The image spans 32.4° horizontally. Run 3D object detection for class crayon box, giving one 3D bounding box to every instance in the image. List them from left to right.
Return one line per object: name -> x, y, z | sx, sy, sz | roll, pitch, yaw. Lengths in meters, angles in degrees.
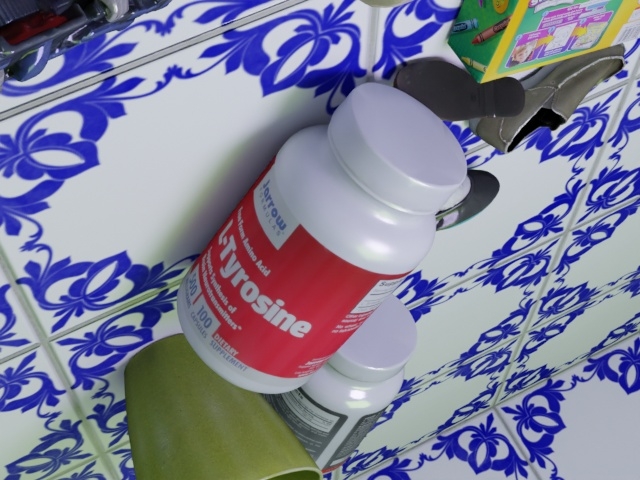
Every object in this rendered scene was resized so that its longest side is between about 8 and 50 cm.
crayon box -> 0.312, -0.308, 1.372 | 0.279, 0.081, 0.165 | -18, 152, -24

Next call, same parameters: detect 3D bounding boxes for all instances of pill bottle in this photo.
pill bottle -> 0.000, 0.000, 1.425 | 0.229, 0.229, 0.407 | -3, 143, -45
pill bottle -> 0.022, 0.244, 1.921 | 0.210, 0.210, 0.363 | -13, 150, -33

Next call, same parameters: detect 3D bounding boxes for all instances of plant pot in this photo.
plant pot -> -0.184, 0.301, 1.700 | 0.275, 0.293, 0.274 | -24, 154, -13

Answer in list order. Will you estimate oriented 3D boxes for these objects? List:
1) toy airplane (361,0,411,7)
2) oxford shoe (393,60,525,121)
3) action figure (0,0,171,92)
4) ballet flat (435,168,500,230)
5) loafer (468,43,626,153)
toy airplane -> 0.004, -0.373, 0.569 | 0.272, 0.384, 0.386 | -21, 155, -21
oxford shoe -> 0.171, -0.190, 1.458 | 0.212, 0.076, 0.076 | 5, 178, -36
action figure -> -0.230, -0.243, 0.879 | 0.330, 0.178, 0.341 | -39, -178, 32
ballet flat -> 0.146, -0.052, 1.657 | 0.280, 0.095, 0.096 | -26, 143, -10
loafer -> 0.340, -0.201, 1.590 | 0.251, 0.087, 0.094 | -31, 155, 1
